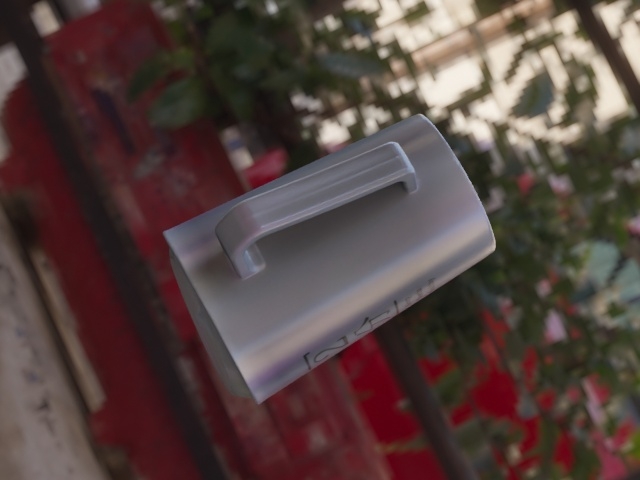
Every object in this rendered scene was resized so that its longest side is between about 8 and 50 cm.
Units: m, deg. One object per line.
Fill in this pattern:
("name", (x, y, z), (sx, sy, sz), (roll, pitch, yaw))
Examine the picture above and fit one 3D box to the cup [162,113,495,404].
("cup", (0.000, 0.000, 0.703), (0.074, 0.116, 0.104), (60, -4, 24))
